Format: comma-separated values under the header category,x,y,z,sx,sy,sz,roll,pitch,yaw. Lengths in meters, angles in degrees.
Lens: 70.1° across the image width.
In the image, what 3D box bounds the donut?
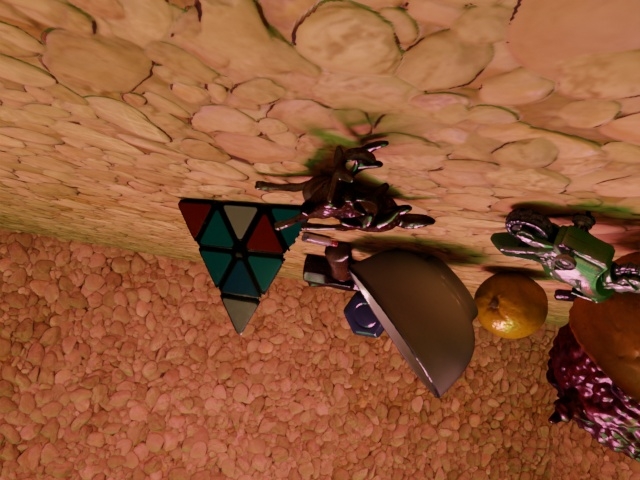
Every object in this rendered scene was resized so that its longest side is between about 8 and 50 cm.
category,x,y,z,sx,sy,sz,roll,pitch,yaw
donut,0.503,0.114,0.600,0.302,0.110,0.303,3,-147,-2

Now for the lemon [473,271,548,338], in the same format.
category,x,y,z,sx,sy,sz,roll,pitch,yaw
lemon,0.465,0.157,1.115,0.169,0.170,0.207,2,177,36

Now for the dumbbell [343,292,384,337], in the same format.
category,x,y,z,sx,sy,sz,roll,pitch,yaw
dumbbell,0.193,0.213,1.547,0.143,0.157,0.316,36,-162,12

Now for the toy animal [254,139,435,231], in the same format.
category,x,y,z,sx,sy,sz,roll,pitch,yaw
toy animal,0.033,-0.053,0.557,0.243,0.087,0.259,-1,179,-45

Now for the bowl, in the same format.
category,x,y,z,sx,sy,sz,roll,pitch,yaw
bowl,0.232,0.156,1.048,0.185,0.354,0.354,-34,171,-3

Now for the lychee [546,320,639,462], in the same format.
category,x,y,z,sx,sy,sz,roll,pitch,yaw
lychee,0.788,0.346,1.152,0.499,0.426,0.424,-18,178,-14

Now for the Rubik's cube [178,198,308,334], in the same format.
category,x,y,z,sx,sy,sz,roll,pitch,yaw
Rubik's cube,-0.162,0.054,0.855,0.249,0.235,0.284,12,172,-13

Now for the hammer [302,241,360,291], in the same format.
category,x,y,z,sx,sy,sz,roll,pitch,yaw
hammer,0.053,0.075,1.254,0.242,0.096,0.409,8,169,7

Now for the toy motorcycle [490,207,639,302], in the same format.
category,x,y,z,sx,sy,sz,roll,pitch,yaw
toy motorcycle,0.321,0.022,0.584,0.190,0.074,0.106,29,162,13

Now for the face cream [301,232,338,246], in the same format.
category,x,y,z,sx,sy,sz,roll,pitch,yaw
face cream,0.000,0.000,1.034,0.083,0.021,0.040,12,171,-20

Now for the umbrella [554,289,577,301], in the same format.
category,x,y,z,sx,sy,sz,roll,pitch,yaw
umbrella,0.728,0.159,1.278,0.132,0.031,0.036,2,178,30
